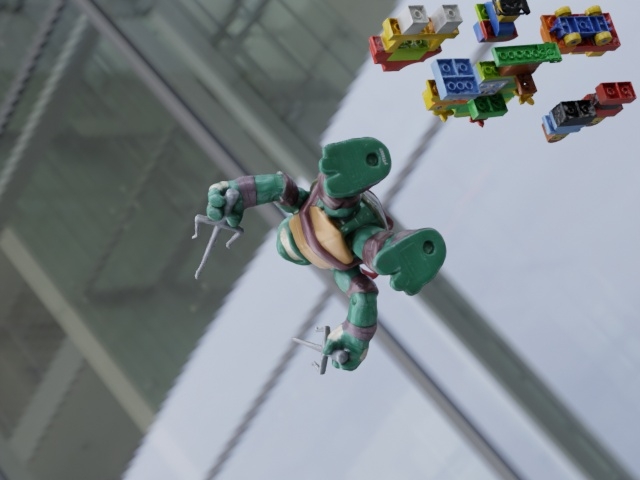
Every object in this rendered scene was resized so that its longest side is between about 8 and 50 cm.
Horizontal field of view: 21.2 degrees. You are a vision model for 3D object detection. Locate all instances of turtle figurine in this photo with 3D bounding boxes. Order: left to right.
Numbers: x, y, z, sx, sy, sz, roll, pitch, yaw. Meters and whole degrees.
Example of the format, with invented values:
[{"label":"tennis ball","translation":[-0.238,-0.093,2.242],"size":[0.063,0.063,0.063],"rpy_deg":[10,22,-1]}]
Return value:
[{"label":"turtle figurine","translation":[0.000,0.000,1.260],"size":[0.118,0.175,0.234],"rpy_deg":[-54,11,-23]}]

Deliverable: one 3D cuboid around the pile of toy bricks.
[{"label":"pile of toy bricks","translation":[0.141,-0.125,1.371],"size":[0.212,0.118,0.105],"rpy_deg":[-5,-21,-29]}]
